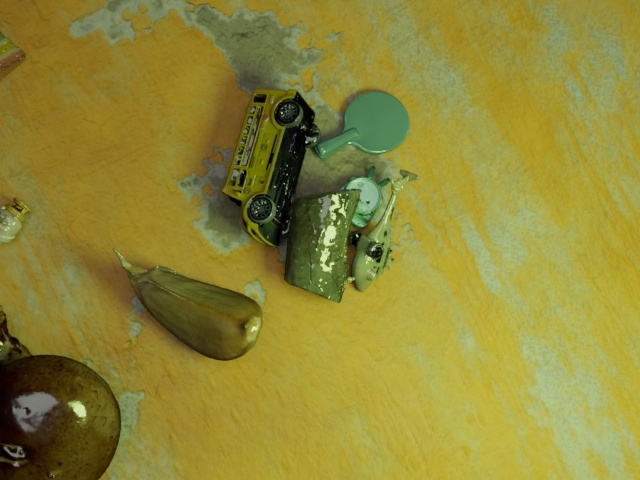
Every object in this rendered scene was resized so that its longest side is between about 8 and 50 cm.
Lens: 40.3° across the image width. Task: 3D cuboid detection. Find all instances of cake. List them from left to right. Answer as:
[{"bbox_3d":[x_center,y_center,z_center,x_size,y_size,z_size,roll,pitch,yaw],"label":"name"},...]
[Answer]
[{"bbox_3d":[-0.784,-0.382,1.953,0.109,0.090,0.225,46,62,6],"label":"cake"}]

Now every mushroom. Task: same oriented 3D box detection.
[{"bbox_3d":[-0.594,0.368,1.771,0.334,0.356,0.331,34,84,-31],"label":"mushroom"}]

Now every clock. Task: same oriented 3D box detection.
[{"bbox_3d":[0.095,-0.102,1.973,0.101,0.041,0.135,38,80,2],"label":"clock"}]

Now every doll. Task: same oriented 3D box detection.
[{"bbox_3d":[-0.688,-0.036,1.880,0.073,0.084,0.127,38,73,3],"label":"doll"}]

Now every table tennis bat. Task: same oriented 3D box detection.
[{"bbox_3d":[0.094,-0.252,2.003,0.237,0.038,0.149,-29,86,-13],"label":"table tennis bat"}]

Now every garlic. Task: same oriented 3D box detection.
[{"bbox_3d":[-0.273,0.123,1.838,0.338,0.196,0.151,30,66,9],"label":"garlic"}]

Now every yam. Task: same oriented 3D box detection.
[{"bbox_3d":[0.000,0.000,1.880,0.154,0.154,0.254,11,96,-3],"label":"yam"}]

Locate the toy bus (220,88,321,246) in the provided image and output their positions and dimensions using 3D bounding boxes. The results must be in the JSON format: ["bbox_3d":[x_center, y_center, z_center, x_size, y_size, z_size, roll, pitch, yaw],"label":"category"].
[{"bbox_3d":[-0.115,-0.160,1.913,0.151,0.145,0.331,11,78,21],"label":"toy bus"}]

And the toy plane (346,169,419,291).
[{"bbox_3d":[0.135,-0.018,1.920,0.108,0.092,0.286,8,105,-35],"label":"toy plane"}]
